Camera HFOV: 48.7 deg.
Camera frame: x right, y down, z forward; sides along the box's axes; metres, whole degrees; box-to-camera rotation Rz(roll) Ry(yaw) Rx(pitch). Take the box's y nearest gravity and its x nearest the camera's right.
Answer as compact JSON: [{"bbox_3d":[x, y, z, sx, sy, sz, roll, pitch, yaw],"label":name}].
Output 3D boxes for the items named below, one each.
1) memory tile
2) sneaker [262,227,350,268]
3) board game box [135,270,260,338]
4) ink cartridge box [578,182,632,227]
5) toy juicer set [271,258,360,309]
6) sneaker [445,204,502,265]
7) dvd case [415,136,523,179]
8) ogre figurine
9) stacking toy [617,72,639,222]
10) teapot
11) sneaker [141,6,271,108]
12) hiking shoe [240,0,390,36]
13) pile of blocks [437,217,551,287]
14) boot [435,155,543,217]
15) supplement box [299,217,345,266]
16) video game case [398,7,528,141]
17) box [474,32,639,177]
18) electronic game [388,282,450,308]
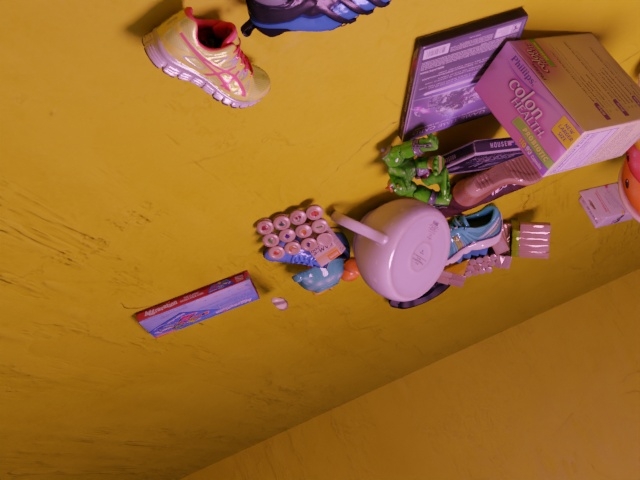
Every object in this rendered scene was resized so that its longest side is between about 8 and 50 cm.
[{"bbox_3d":[-0.054,-0.016,1.508,0.148,0.012,0.113,-16,128,6],"label":"memory tile"},{"bbox_3d":[-0.027,0.028,1.627,0.209,0.082,0.069,-10,155,-23],"label":"sneaker"},{"bbox_3d":[-0.294,0.159,1.731,0.281,0.027,0.145,-21,155,-4],"label":"board game box"},{"bbox_3d":[0.839,-0.103,2.084,0.181,0.104,0.062,-11,153,-23],"label":"ink cartridge box"},{"bbox_3d":[-0.013,0.089,1.774,0.328,0.090,0.209,-22,171,-23],"label":"toy juicer set"},{"bbox_3d":[0.356,-0.018,1.881,0.275,0.107,0.110,-24,137,-10],"label":"sneaker"},{"bbox_3d":[0.326,-0.172,1.463,0.179,0.030,0.238,-9,177,-21],"label":"dvd case"},{"bbox_3d":[0.191,-0.136,1.411,0.118,0.097,0.197,3,166,24],"label":"ogre figurine"},{"bbox_3d":[0.818,-0.261,1.604,0.350,0.351,0.480,-30,136,15],"label":"stacking toy"},{"bbox_3d":[0.160,0.007,1.631,0.252,0.187,0.256,-32,129,-31],"label":"teapot"},{"bbox_3d":[-0.131,-0.248,0.956,0.094,0.082,0.208,-39,151,27],"label":"sneaker"},{"bbox_3d":[0.043,-0.340,0.910,0.303,0.113,0.132,-10,166,-9],"label":"hiking shoe"},{"bbox_3d":[0.494,0.014,2.062,0.362,0.149,0.113,-22,-159,20],"label":"pile of blocks"},{"bbox_3d":[0.406,-0.132,1.709,0.248,0.090,0.207,-19,171,-21],"label":"boot"},{"bbox_3d":[0.000,0.000,1.564,0.062,0.098,0.036,-35,-174,25],"label":"supplement box"},{"bbox_3d":[0.247,-0.288,1.274,0.196,0.026,0.274,-19,157,-9],"label":"video game case"},{"bbox_3d":[0.439,-0.246,1.257,0.242,0.214,0.117,-15,154,-34],"label":"box"},{"bbox_3d":[0.320,0.151,2.228,0.229,0.048,0.229,-21,156,-9],"label":"electronic game"}]
